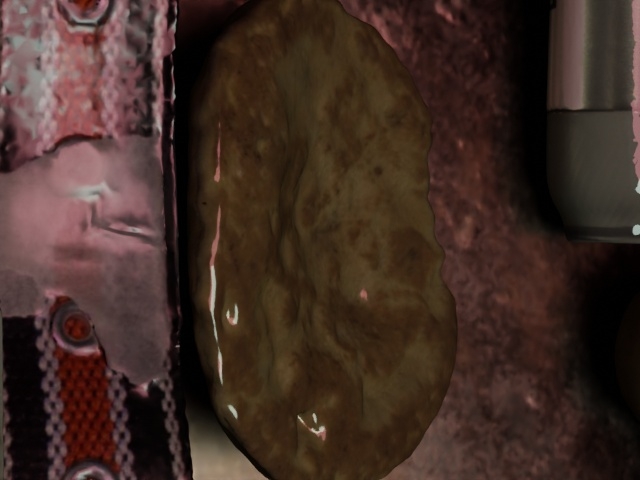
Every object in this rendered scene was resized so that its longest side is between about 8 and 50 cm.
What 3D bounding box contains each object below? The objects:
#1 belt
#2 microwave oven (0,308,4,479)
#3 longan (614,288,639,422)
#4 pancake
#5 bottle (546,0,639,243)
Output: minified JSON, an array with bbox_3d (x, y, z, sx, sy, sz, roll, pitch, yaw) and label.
[{"bbox_3d":[-0.107,-0.012,0.768,0.094,0.126,0.359,-2,88,-17],"label":"belt"},{"bbox_3d":[-0.299,0.125,0.612,0.355,0.218,0.286,-2,92,-29],"label":"microwave oven"},{"bbox_3d":[0.211,0.069,0.967,0.106,0.106,0.119,-16,106,-28],"label":"longan"},{"bbox_3d":[-0.001,0.000,0.842,0.222,0.042,0.236,-45,124,-46],"label":"pancake"},{"bbox_3d":[0.162,-0.125,0.943,0.096,0.079,0.254,-1,92,-66],"label":"bottle"}]
